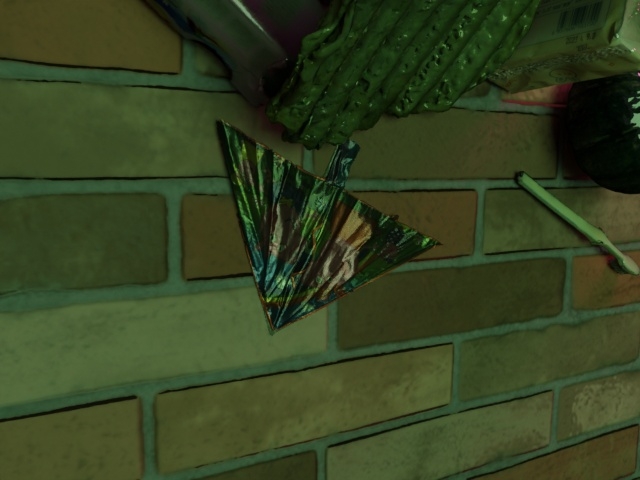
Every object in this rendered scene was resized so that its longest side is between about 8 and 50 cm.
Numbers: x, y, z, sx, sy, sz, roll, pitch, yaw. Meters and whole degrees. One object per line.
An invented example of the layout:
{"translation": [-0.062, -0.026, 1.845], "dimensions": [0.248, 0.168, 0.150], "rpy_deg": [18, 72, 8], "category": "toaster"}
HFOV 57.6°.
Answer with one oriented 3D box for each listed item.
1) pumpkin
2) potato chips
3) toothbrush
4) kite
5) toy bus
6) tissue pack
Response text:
{"translation": [0.430, -0.165, 0.775], "dimensions": [0.211, 0.152, 0.212], "rpy_deg": [-1, 92, -31], "category": "pumpkin"}
{"translation": [0.127, -0.223, 0.488], "dimensions": [0.358, 0.429, 0.070], "rpy_deg": [-28, 74, -44], "category": "potato chips"}
{"translation": [0.376, -0.019, 0.835], "dimensions": [0.294, 0.028, 0.026], "rpy_deg": [33, 59, -28], "category": "toothbrush"}
{"translation": [0.000, 0.000, 0.641], "dimensions": [0.321, 0.016, 0.234], "rpy_deg": [26, 84, -29], "category": "kite"}
{"translation": [-0.112, -0.238, 0.499], "dimensions": [0.274, 0.112, 0.090], "rpy_deg": [40, 70, -27], "category": "toy bus"}
{"translation": [0.286, -0.256, 0.660], "dimensions": [0.092, 0.196, 0.149], "rpy_deg": [20, 86, -31], "category": "tissue pack"}
